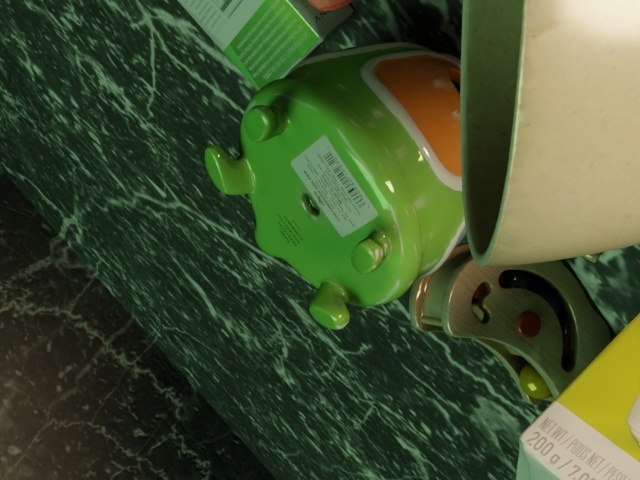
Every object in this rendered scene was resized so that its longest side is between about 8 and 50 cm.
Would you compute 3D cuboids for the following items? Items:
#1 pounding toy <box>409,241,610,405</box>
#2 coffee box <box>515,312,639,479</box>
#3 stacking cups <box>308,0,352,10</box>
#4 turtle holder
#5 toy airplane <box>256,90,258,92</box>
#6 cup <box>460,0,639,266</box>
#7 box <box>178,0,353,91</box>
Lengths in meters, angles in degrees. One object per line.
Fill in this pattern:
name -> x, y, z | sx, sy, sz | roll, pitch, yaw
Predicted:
pounding toy -> 0.202, 0.069, 1.511 | 0.269, 0.154, 0.155 | 54, 160, -19
coffee box -> 0.382, 0.221, 1.157 | 0.337, 0.334, 0.338 | 38, 157, 28
stacking cups -> -0.051, -0.343, 1.324 | 0.096, 0.096, 0.316 | 22, 149, 50
turtle holder -> 0.049, -0.054, 1.437 | 0.243, 0.227, 0.320 | 41, 151, 26
toy airplane -> -0.026, -0.129, 1.790 | 0.151, 0.028, 0.151 | 39, 160, 17
cup -> 0.214, -0.145, 0.854 | 0.237, 0.331, 0.331 | 2, 153, 1
box -> -0.119, -0.317, 1.584 | 0.322, 0.058, 0.232 | 50, 160, -4
